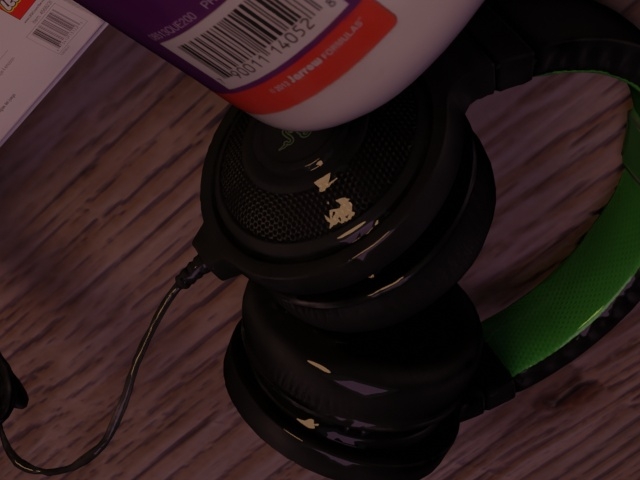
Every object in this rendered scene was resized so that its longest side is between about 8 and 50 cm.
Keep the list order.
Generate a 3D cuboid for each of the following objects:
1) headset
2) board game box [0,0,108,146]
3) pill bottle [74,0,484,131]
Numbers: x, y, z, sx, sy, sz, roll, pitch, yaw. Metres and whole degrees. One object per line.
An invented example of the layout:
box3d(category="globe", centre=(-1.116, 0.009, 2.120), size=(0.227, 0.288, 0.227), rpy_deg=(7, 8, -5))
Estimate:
box3d(category="headset", centre=(0.000, 0.000, 0.714), size=(0.394, 0.185, 0.243), rpy_deg=(-21, 137, -16))
box3d(category="board game box", centre=(-0.253, -0.072, 0.657), size=(0.193, 0.053, 0.305), rpy_deg=(29, 132, -27))
box3d(category="pill bottle", centre=(-0.082, -0.189, 0.523), size=(0.323, 0.181, 0.181), rpy_deg=(32, 121, -26))
